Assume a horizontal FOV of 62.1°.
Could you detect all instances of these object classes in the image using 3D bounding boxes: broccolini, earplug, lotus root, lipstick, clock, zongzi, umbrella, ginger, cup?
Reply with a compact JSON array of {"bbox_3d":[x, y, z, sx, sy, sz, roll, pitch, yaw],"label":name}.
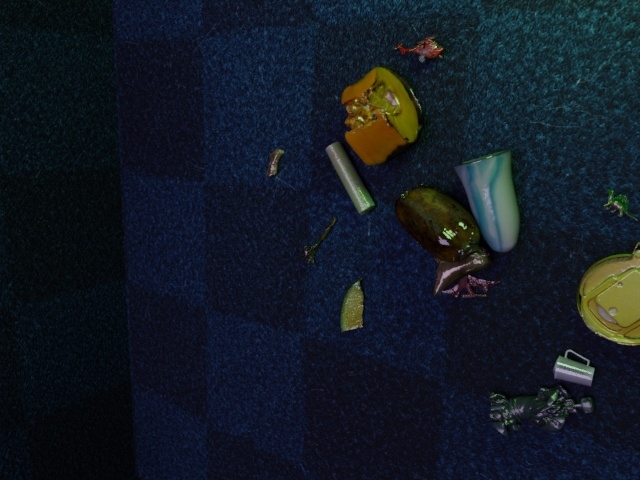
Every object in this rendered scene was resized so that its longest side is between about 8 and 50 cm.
[{"bbox_3d":[-0.001,-0.004,2.265,0.254,0.071,0.058,-53,27,25],"label":"broccolini"},{"bbox_3d":[0.567,-0.115,1.738,0.185,0.185,0.324,-12,97,37],"label":"earplug"},{"bbox_3d":[0.399,-0.059,1.816,0.196,0.179,0.397,-48,44,10],"label":"lotus root"},{"bbox_3d":[0.119,-0.245,2.093,0.076,0.076,0.304,-33,79,36],"label":"lipstick"},{"bbox_3d":[0.927,0.171,1.592,0.293,0.071,0.277,-43,78,34],"label":"clock"},{"bbox_3d":[0.488,0.106,1.843,0.194,0.099,0.198,1,68,34],"label":"zongzi"},{"bbox_3d":[0.739,0.574,1.802,0.348,0.094,0.143,-17,94,35],"label":"umbrella"},{"bbox_3d":[-0.202,-0.339,2.328,0.057,0.044,0.137,44,120,55],"label":"ginger"},{"bbox_3d":[0.825,0.412,1.727,0.116,0.074,0.104,11,78,30],"label":"cup"}]

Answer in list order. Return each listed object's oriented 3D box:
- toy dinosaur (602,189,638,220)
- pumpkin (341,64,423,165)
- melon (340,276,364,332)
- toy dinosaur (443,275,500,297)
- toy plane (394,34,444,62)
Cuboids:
[{"bbox_3d":[0.899,-0.102,1.586,0.119,0.029,0.060,39,105,21],"label":"toy dinosaur"},{"bbox_3d":[0.216,-0.435,1.873,0.225,0.256,0.303,-18,65,41],"label":"pumpkin"},{"bbox_3d":[0.139,0.270,2.203,0.113,0.053,0.262,19,111,24],"label":"melon"},{"bbox_3d":[0.532,0.158,1.904,0.220,0.032,0.108,-16,87,35],"label":"toy dinosaur"},{"bbox_3d":[0.338,-0.655,1.834,0.194,0.126,0.077,-1,127,35],"label":"toy plane"}]
